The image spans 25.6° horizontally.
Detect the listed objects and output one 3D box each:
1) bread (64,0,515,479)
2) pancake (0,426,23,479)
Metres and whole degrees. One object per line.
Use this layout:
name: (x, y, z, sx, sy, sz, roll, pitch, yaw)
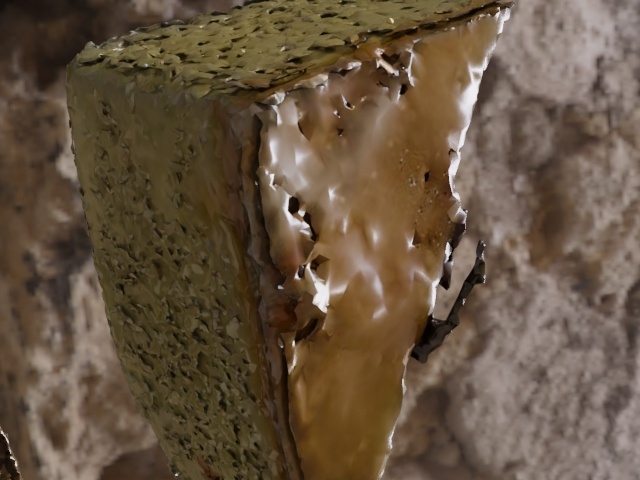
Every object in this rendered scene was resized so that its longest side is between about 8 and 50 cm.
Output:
bread: (0.000, 0.000, 0.909, 0.248, 0.279, 0.315, 16, -50, 44)
pancake: (-0.334, 0.205, 0.868, 0.065, 0.356, 0.356, 34, -58, 45)
